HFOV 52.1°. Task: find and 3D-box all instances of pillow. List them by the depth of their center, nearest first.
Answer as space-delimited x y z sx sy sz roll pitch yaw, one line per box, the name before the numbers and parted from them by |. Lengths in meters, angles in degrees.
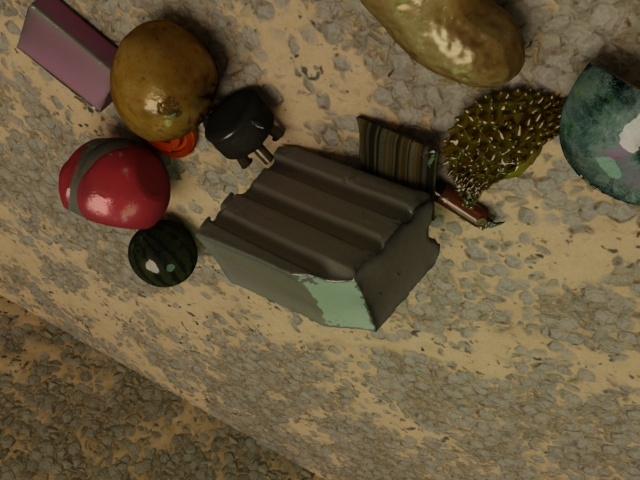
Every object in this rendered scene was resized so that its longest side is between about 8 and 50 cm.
pillow | 0.170 -0.160 1.462 0.212 0.052 0.208 27 145 28

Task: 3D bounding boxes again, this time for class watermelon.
watermelon | 0.545 -0.141 1.113 0.322 0.175 0.188 30 113 1
watermelon | -0.483 0.042 2.022 0.212 0.212 0.212 18 141 15

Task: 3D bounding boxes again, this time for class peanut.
peanut | 0.196 -0.405 1.099 0.387 0.169 0.192 41 137 -20

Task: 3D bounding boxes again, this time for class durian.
durian | 0.343 -0.180 1.292 0.172 0.167 0.306 59 136 25

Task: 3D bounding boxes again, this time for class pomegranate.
pomegranate | -0.349 -0.346 1.458 0.261 0.260 0.260 18 141 15

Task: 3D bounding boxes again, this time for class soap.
soap | 0.000 0.000 1.486 0.435 0.350 0.212 22 145 34
soap | -0.612 -0.463 1.632 0.259 0.081 0.181 40 141 -11

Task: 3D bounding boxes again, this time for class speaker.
speaker | -0.565 -0.150 1.796 0.294 0.294 0.294 18 141 15

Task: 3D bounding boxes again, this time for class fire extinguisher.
fire extinguisher | 0.328 -0.075 1.479 0.177 0.050 0.062 31 136 -3

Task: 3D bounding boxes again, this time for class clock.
clock | -0.416 -0.300 1.714 0.205 0.051 0.205 17 141 15

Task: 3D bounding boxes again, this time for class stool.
stool | -0.183 -0.267 1.541 0.153 0.228 0.139 -41 128 6
